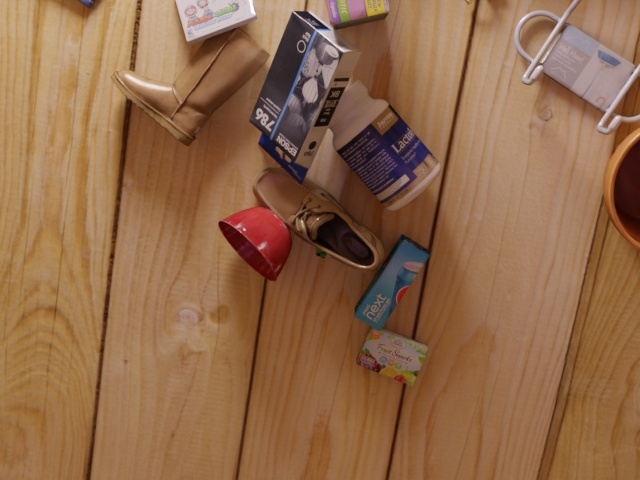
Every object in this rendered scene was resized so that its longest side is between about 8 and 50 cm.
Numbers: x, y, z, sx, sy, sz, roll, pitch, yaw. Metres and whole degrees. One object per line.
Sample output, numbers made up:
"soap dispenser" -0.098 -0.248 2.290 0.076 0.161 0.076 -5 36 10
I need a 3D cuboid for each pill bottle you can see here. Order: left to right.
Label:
"pill bottle" 0.121 -0.205 1.780 0.153 0.153 0.265 -41 98 9

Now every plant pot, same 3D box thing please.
"plant pot" 0.721 -0.120 1.747 0.291 0.203 0.291 0 101 2

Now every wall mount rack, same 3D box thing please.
"wall mount rack" 0.595 -0.403 1.732 0.350 0.130 0.304 31 101 -5

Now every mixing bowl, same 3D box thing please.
"mixing bowl" -0.128 -0.007 1.837 0.098 0.181 0.181 -43 98 -16

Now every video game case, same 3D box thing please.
"video game case" -0.225 -0.503 1.767 0.157 0.019 0.143 -19 71 6

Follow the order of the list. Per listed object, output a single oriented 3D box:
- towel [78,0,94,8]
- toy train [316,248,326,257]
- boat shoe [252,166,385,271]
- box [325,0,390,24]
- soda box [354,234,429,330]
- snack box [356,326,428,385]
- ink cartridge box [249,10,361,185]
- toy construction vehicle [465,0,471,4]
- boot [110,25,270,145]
"towel" -0.500 -0.704 1.767 0.243 0.040 0.336 36 103 -7
"toy train" 0.000 0.000 1.896 0.023 0.017 0.083 1 102 12
"boat shoe" -0.005 -0.051 1.823 0.341 0.110 0.122 33 97 5
"box" 0.058 -0.543 1.667 0.117 0.243 0.213 -11 102 4
"soda box" 0.160 0.095 1.884 0.071 0.067 0.210 31 102 -4
"snack box" 0.166 0.264 1.933 0.141 0.037 0.100 21 100 -2
"ink cartridge box" -0.048 -0.287 1.723 0.165 0.065 0.333 43 127 27
"toy construction vehicle" 0.334 -0.558 1.758 0.098 0.035 0.086 -30 99 8
"boot" -0.281 -0.374 1.802 0.236 0.089 0.269 39 97 -8
